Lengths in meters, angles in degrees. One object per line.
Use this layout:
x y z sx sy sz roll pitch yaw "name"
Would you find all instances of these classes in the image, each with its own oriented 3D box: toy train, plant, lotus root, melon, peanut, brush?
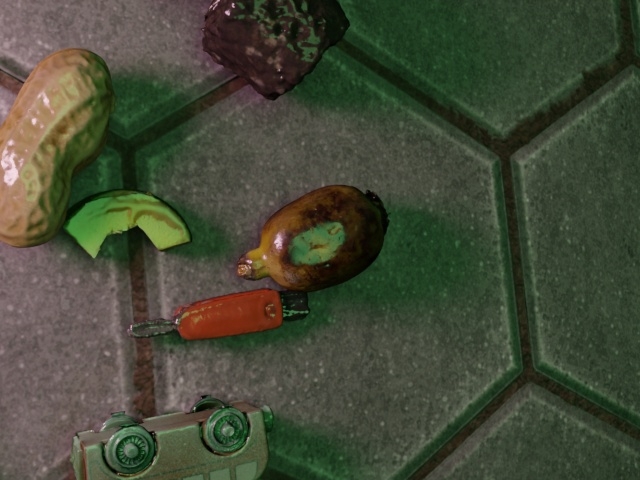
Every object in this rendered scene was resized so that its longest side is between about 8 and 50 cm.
-0.225 0.340 1.242 0.327 0.129 0.159 -7 93 -25 "toy train"
-0.120 -0.404 1.311 0.312 0.215 0.213 45 73 -11 "plant"
0.000 0.000 1.365 0.314 0.141 0.169 -26 92 -23 "lotus root"
-0.315 -0.028 1.273 0.210 0.064 0.118 -13 95 -22 "melon"
-0.414 -0.143 1.198 0.153 0.140 0.325 23 78 -38 "peanut"
-0.168 0.127 1.332 0.323 0.051 0.070 -6 94 -27 "brush"
